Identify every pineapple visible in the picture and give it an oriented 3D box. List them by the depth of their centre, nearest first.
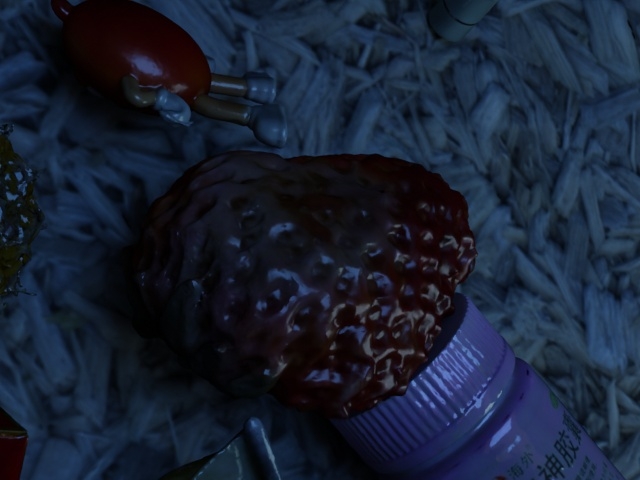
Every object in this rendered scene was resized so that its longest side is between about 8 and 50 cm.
[{"bbox_3d":[-0.304,-0.035,1.191,0.225,0.076,0.225,11,71,-35],"label":"pineapple"}]

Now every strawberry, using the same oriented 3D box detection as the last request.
[{"bbox_3d":[0.000,0.000,1.284,0.336,0.149,0.265,-24,48,-38],"label":"strawberry"}]

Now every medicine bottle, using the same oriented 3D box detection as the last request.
[{"bbox_3d":[0.155,0.206,1.389,0.291,0.178,0.178,50,53,-13],"label":"medicine bottle"}]

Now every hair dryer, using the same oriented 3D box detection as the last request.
[{"bbox_3d":[0.131,-0.286,1.599,0.047,0.082,0.137,-18,71,-38],"label":"hair dryer"}]

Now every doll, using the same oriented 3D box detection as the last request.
[{"bbox_3d":[-0.137,-0.145,1.316,0.217,0.085,0.183,22,22,-17],"label":"doll"}]

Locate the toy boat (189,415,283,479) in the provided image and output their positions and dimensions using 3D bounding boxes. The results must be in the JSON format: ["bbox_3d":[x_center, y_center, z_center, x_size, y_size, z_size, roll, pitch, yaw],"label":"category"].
[{"bbox_3d":[-0.064,0.338,1.216,0.293,0.111,0.276,49,66,-17],"label":"toy boat"}]

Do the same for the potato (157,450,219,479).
[{"bbox_3d":[-0.117,0.223,1.250,0.103,0.066,0.096,-5,104,-42],"label":"potato"}]

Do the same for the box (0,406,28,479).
[{"bbox_3d":[-0.370,0.200,1.013,0.313,0.089,0.197,9,99,-35],"label":"box"}]
